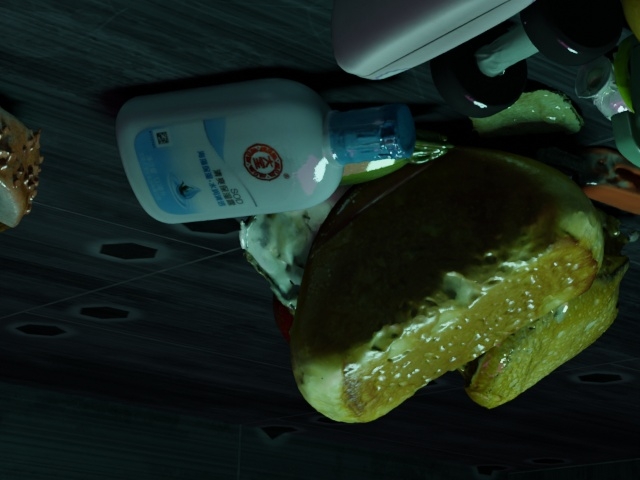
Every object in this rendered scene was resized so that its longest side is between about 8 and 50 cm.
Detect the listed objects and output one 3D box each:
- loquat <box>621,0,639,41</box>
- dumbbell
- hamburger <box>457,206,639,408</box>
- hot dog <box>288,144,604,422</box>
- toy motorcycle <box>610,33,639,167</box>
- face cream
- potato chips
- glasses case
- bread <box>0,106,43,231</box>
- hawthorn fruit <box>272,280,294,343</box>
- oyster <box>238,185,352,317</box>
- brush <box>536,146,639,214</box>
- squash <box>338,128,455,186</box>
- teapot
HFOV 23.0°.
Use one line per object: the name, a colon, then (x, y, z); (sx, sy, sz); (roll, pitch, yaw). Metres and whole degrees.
loquat: (0.324, -0.213, 1.340); (0.141, 0.141, 0.141); (2, 163, 0)
dumbbell: (0.193, -0.190, 1.494); (0.100, 0.100, 0.191); (10, 162, -27)
hamburger: (0.294, 0.083, 2.164); (0.314, 0.170, 0.290); (-33, 162, -16)
hot dog: (0.124, 0.029, 1.874); (0.405, 0.223, 0.185); (-32, 151, 3)
toy motorcycle: (0.458, -0.114, 1.549); (0.326, 0.199, 0.191); (16, 158, -32)
face cream: (-0.060, -0.104, 1.756); (0.337, 0.080, 0.163); (-5, 120, 23)
potato chips: (0.220, -0.144, 1.783); (0.209, 0.026, 0.142); (9, 159, -29)
glasses case: (0.104, -0.227, 1.355); (0.075, 0.113, 0.297); (11, 162, -33)
bread: (-0.434, -0.091, 1.819); (0.224, 0.142, 0.212); (-16, 139, 44)
hawthorn fruit: (0.075, 0.073, 2.237); (0.230, 0.266, 0.210); (30, 132, 22)
oyster: (0.000, 0.000, 2.045); (0.223, 0.214, 0.083); (-25, -172, 40)
brush: (0.374, -0.075, 1.959); (0.070, 0.051, 0.323); (-4, 167, 44)
squash: (-0.008, -0.102, 1.838); (0.341, 0.094, 0.094); (-4, 163, 27)
teapot: (0.310, -0.168, 1.644); (0.064, 0.064, 0.083); (22, 123, -33)
